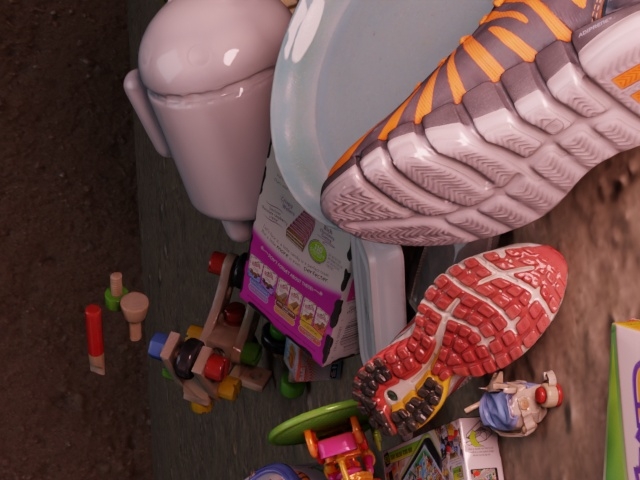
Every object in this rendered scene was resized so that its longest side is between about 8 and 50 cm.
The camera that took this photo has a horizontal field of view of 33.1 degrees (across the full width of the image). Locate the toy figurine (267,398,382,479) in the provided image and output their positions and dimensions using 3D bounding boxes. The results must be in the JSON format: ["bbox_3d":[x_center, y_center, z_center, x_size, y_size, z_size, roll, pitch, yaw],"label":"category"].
[{"bbox_3d":[0.034,0.253,1.053,0.173,0.130,0.159,72,180,-70],"label":"toy figurine"}]

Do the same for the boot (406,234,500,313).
[{"bbox_3d":[0.116,-0.041,0.962,0.189,0.076,0.208,-109,19,-49],"label":"boot"}]

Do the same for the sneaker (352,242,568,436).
[{"bbox_3d":[0.115,0.069,0.882,0.088,0.093,0.225,50,128,4],"label":"sneaker"}]

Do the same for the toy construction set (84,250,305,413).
[{"bbox_3d":[-0.191,0.173,1.616,0.257,0.309,0.237,-96,11,-47],"label":"toy construction set"}]

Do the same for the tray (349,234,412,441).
[{"bbox_3d":[0.058,0.071,1.084,0.145,0.030,0.270,-109,10,-50],"label":"tray"}]

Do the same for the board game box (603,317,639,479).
[{"bbox_3d":[0.234,0.124,0.619,0.259,0.039,0.124,-160,72,-75],"label":"board game box"}]

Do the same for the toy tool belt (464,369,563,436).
[{"bbox_3d":[0.151,0.130,0.856,0.083,0.051,0.052,134,134,-66],"label":"toy tool belt"}]

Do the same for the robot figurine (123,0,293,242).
[{"bbox_3d":[-0.102,-0.165,1.330,0.199,0.300,0.353,-64,-35,-49],"label":"robot figurine"}]

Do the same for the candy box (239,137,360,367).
[{"bbox_3d":[0.000,0.000,1.204,0.159,0.071,0.233,37,128,35],"label":"candy box"}]

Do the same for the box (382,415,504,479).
[{"bbox_3d":[0.114,0.238,1.008,0.207,0.036,0.114,130,137,-65],"label":"box"}]

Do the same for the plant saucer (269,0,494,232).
[{"bbox_3d":[0.082,-0.152,0.890,0.318,0.044,0.317,-20,61,40],"label":"plant saucer"}]

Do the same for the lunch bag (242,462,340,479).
[{"bbox_3d":[-0.052,0.405,1.234,0.303,0.115,0.243,-43,56,34],"label":"lunch bag"}]

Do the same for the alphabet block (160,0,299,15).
[{"bbox_3d":[-0.127,-0.362,1.457,0.193,0.192,0.197,-129,23,-62],"label":"alphabet block"}]

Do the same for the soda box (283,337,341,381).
[{"bbox_3d":[-0.001,0.084,1.344,0.058,0.063,0.183,-126,40,-59],"label":"soda box"}]

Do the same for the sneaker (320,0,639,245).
[{"bbox_3d":[0.130,-0.122,0.728,0.321,0.125,0.180,-27,50,35],"label":"sneaker"}]
